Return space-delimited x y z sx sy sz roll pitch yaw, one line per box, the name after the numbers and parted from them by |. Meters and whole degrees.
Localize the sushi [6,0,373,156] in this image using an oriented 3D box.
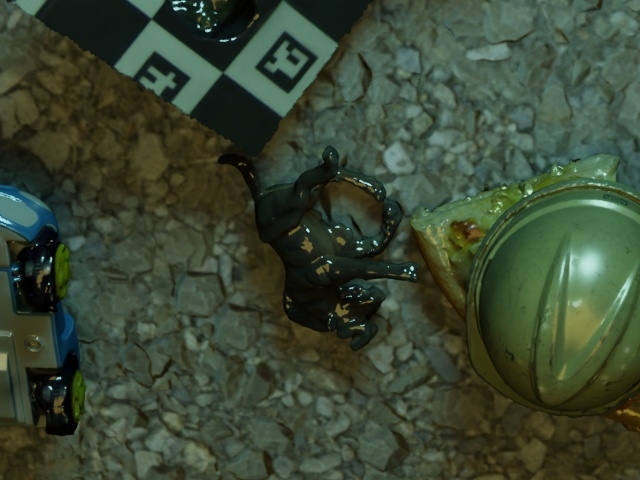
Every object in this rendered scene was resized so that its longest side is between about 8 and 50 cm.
-0.074 -0.307 1.720 0.296 0.100 0.373 33 99 -29 | sushi

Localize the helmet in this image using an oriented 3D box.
0.223 0.085 1.738 0.204 0.137 0.258 15 120 5 | helmet

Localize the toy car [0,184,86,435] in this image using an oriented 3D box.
-0.322 0.053 1.843 0.198 0.166 0.314 1 129 4 | toy car

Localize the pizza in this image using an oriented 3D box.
0.249 0.043 1.840 0.323 0.089 0.223 41 113 -12 | pizza

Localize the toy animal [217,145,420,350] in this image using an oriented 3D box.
0.000 0.000 1.842 0.148 0.084 0.233 -31 110 17 | toy animal
